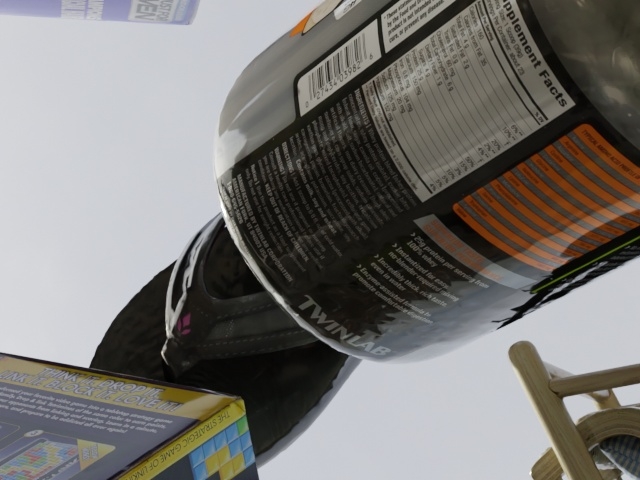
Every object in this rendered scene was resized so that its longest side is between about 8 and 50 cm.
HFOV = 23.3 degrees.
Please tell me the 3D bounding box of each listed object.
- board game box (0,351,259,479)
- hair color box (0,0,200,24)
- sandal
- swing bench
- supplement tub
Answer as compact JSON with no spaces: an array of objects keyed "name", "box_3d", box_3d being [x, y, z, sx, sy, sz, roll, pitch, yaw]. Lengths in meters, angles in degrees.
[{"name":"board game box","box_3d":[-0.128,0.090,0.516,0.170,0.141,0.048,6,-66,39]},{"name":"hair color box","box_3d":[-0.258,-0.271,1.176,0.339,0.110,0.185,2,-98,-9]},{"name":"sandal","box_3d":[0.000,-0.002,1.067,0.167,0.446,0.107,41,-16,36]},{"name":"swing bench","box_3d":[0.248,0.188,1.007,0.165,0.253,0.254,-13,-105,20]},{"name":"supplement tub","box_3d":[0.106,-0.076,0.729,0.193,0.193,0.316,51,-44,-7]}]
